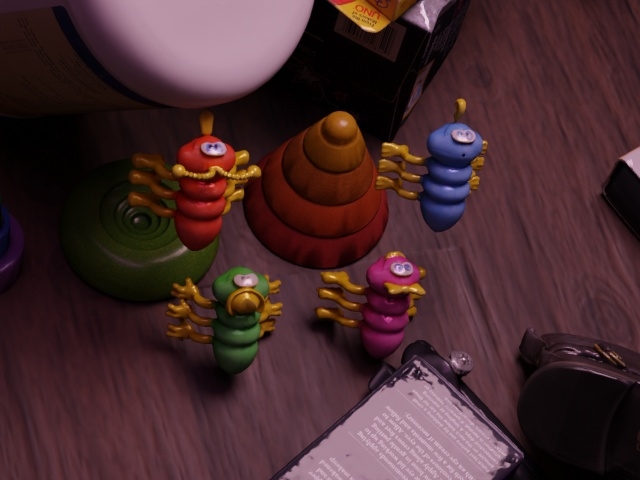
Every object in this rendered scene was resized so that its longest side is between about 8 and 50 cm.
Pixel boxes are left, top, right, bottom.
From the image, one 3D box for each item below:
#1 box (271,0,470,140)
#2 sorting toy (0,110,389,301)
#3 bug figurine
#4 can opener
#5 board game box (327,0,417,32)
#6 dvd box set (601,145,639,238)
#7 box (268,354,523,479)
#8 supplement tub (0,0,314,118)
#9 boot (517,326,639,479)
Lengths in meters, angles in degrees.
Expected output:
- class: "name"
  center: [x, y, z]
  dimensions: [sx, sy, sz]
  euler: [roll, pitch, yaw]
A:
- class: "box"
  center: [-0.002, -0.229, 1.489]
  dimensions: [0.247, 0.163, 0.142]
  euler: [28, 58, 6]
- class: "sorting toy"
  center: [-0.110, -0.040, 1.377]
  dimensions: [0.365, 0.126, 0.127]
  euler: [-9, 61, -17]
- class: "bug figurine"
  center: [0.000, 0.000, 1.327]
  dimensions: [0.279, 0.216, 0.072]
  euler: [-5, 32, -18]
- class: "can opener"
  center: [0.122, 0.149, 1.356]
  dimensions: [0.186, 0.073, 0.059]
  euler: [44, 22, 12]
- class: "board game box"
  center: [0.076, -0.269, 1.416]
  dimensions: [0.124, 0.039, 0.259]
  euler: [39, 59, 14]
- class: "dvd box set"
  center: [0.491, -0.033, 1.526]
  dimensions: [0.420, 0.062, 0.308]
  euler: [-27, 67, -25]
- class: "box"
  center: [0.021, 0.203, 1.238]
  dimensions: [0.108, 0.153, 0.207]
  euler: [43, 62, 15]
- class: "supplement tub"
  center: [-0.181, -0.206, 1.327]
  dimensions: [0.228, 0.316, 0.228]
  euler: [-2, 92, -44]
- class: "boot"
  center: [0.258, 0.134, 1.300]
  dimensions: [0.263, 0.229, 0.091]
  euler: [28, 100, 9]
